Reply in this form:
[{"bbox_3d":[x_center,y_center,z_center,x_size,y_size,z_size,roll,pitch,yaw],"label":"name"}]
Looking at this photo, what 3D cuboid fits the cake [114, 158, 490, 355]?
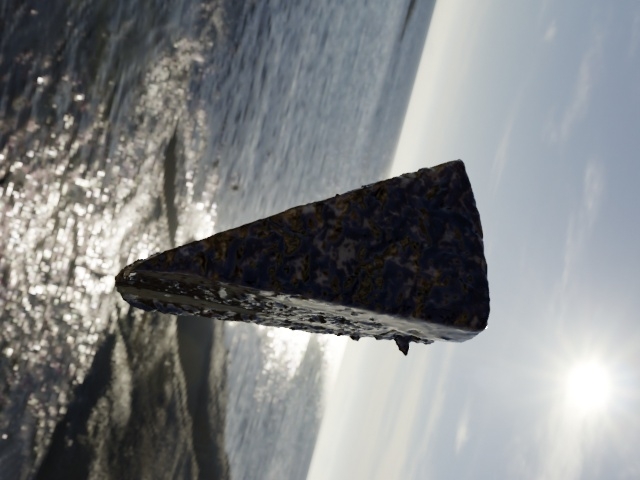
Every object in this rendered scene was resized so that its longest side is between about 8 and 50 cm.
[{"bbox_3d":[-0.010,-0.006,0.564,0.112,0.245,0.135,137,-38,-67],"label":"cake"}]
